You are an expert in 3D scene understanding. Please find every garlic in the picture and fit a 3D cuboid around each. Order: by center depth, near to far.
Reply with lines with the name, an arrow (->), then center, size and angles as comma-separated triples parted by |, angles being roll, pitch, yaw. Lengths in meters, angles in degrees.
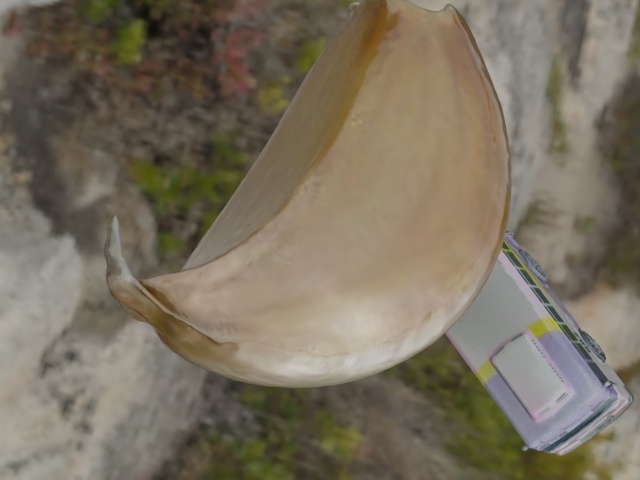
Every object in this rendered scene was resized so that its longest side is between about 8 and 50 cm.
garlic -> 0.008, 0.002, 0.701 | 0.207, 0.115, 0.128 | -50, 168, -37

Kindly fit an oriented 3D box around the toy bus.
toy bus -> 0.093, 0.047, 0.794 | 0.052, 0.102, 0.058 | -40, 162, 16
